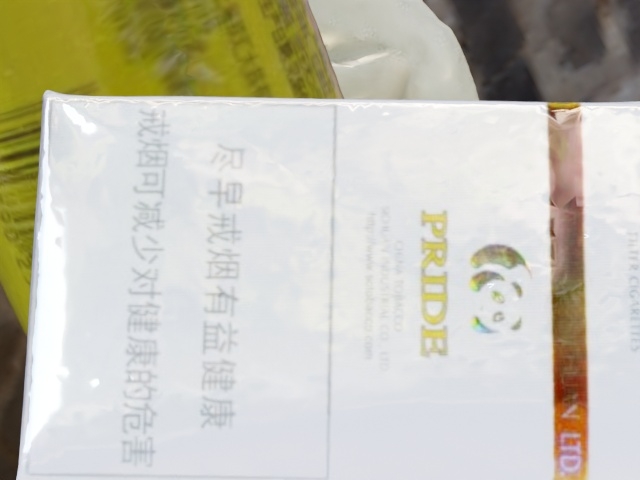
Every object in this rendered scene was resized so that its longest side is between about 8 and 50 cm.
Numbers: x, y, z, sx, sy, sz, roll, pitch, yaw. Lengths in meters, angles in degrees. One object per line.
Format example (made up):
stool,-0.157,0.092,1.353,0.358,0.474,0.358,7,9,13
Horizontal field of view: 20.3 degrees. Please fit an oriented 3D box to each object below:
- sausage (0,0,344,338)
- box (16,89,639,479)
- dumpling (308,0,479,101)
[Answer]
sausage,-0.068,-0.073,0.548,0.123,0.123,0.347,-108,-2,-75
box,0.018,0.014,0.372,0.040,0.154,0.084,94,178,-72
dumpling,-0.001,0.004,0.805,0.126,0.166,0.215,-32,43,60
